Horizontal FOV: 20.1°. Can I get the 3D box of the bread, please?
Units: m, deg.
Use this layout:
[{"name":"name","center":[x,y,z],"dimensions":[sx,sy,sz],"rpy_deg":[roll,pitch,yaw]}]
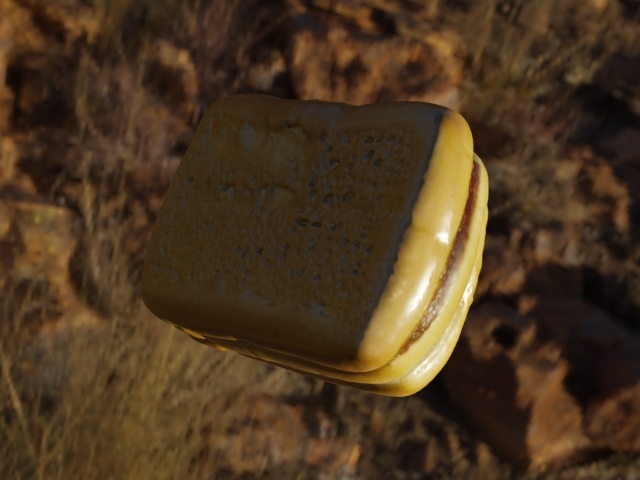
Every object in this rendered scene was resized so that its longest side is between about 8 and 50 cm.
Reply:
[{"name":"bread","center":[0.000,0.000,0.801],"dimensions":[0.077,0.200,0.116],"rpy_deg":[31,77,-34]}]
